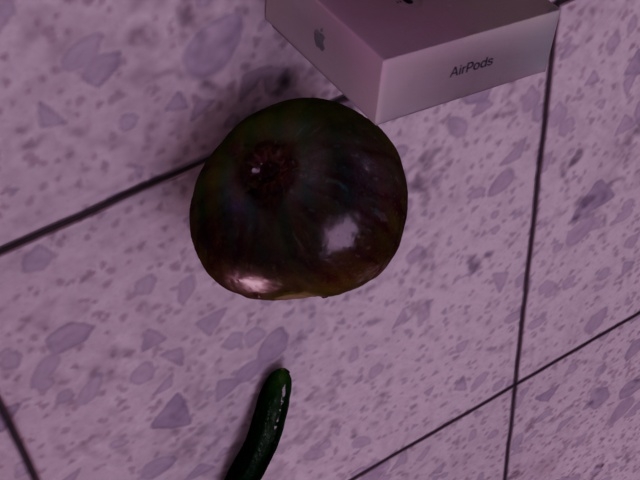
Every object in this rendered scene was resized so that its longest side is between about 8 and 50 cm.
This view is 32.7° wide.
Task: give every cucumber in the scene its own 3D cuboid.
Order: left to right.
[{"bbox_3d":[-0.057,0.187,0.974,0.033,0.036,0.184,4,123,-31],"label":"cucumber"}]

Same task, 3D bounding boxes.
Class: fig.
[{"bbox_3d":[0.000,0.000,0.778,0.149,0.149,0.245,-39,154,-3],"label":"fig"}]

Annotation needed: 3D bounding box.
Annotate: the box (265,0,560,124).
[{"bbox_3d":[0.054,-0.139,0.676,0.130,0.129,0.051,-21,138,-25],"label":"box"}]
